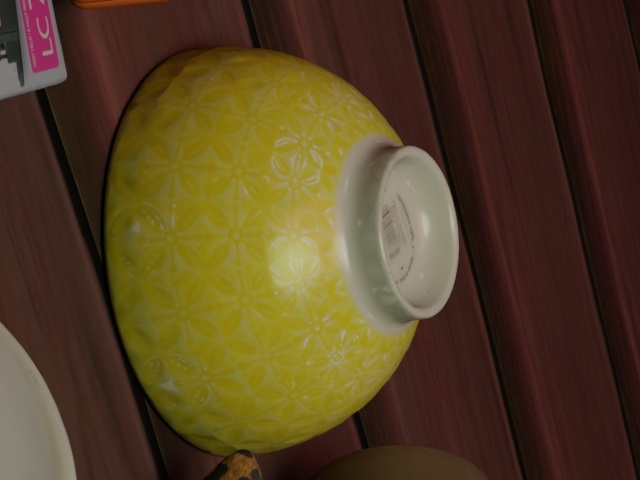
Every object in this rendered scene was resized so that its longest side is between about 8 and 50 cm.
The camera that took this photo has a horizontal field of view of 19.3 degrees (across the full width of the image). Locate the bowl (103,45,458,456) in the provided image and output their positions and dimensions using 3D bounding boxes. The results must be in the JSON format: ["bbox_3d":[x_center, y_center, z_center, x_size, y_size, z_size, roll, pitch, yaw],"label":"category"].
[{"bbox_3d":[0.000,0.000,1.274,0.289,0.156,0.289,18,69,-58],"label":"bowl"}]

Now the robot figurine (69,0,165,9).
[{"bbox_3d":[-0.129,-0.252,1.127,0.158,0.128,0.219,-11,96,-57],"label":"robot figurine"}]

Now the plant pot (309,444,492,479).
[{"bbox_3d":[0.058,0.271,1.273,0.229,0.263,0.263,-90,154,-47],"label":"plant pot"}]

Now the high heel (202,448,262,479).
[{"bbox_3d":[-0.110,0.215,1.103,0.186,0.093,0.261,52,51,-51],"label":"high heel"}]

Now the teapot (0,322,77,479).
[{"bbox_3d":[-0.245,0.131,0.820,0.256,0.187,0.252,23,42,-28],"label":"teapot"}]

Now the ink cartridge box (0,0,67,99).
[{"bbox_3d":[-0.221,-0.150,0.941,0.311,0.065,0.186,-36,116,-72],"label":"ink cartridge box"}]
